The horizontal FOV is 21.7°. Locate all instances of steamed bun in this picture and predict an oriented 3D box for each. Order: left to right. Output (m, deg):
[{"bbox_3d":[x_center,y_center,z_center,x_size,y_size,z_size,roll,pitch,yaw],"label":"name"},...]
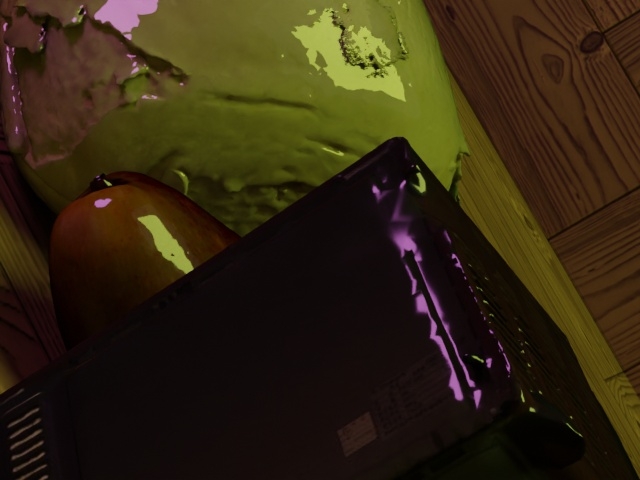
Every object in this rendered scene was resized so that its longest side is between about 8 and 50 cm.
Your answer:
[{"bbox_3d":[-0.044,-0.108,0.946,0.232,0.273,0.166,-103,-159,-47],"label":"steamed bun"}]

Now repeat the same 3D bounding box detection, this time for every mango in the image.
[{"bbox_3d":[-0.056,0.065,0.864,0.267,0.111,0.133,47,20,-47],"label":"mango"}]

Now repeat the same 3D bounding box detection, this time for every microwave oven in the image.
[{"bbox_3d":[0.005,0.118,0.699,0.188,0.247,0.178,50,14,-36],"label":"microwave oven"}]
